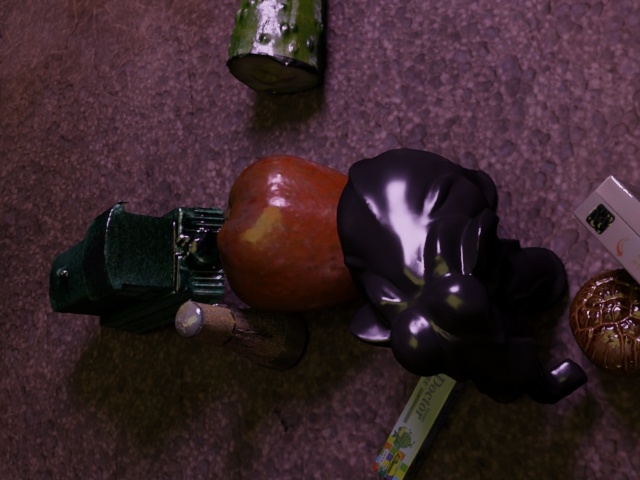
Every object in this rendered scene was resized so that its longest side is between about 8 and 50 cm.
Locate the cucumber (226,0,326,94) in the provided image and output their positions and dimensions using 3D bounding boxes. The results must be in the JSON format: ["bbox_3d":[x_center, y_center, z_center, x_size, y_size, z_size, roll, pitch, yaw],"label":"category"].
[{"bbox_3d":[-0.052,-0.329,1.435,0.134,0.134,0.245,-6,71,34],"label":"cucumber"}]

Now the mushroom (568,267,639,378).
[{"bbox_3d":[0.316,0.085,1.084,0.109,0.085,0.126,-50,41,18],"label":"mushroom"}]

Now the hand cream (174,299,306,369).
[{"bbox_3d":[-0.106,0.114,1.303,0.084,0.203,0.084,-9,75,34],"label":"hand cream"}]

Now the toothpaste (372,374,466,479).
[{"bbox_3d":[0.119,0.212,1.225,0.046,0.034,0.164,31,97,33],"label":"toothpaste"}]

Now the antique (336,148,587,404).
[{"bbox_3d":[0.135,0.034,1.116,0.185,0.255,0.322,-41,57,18],"label":"antique"}]

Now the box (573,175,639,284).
[{"bbox_3d":[0.360,0.030,1.034,0.058,0.141,0.201,-49,54,21],"label":"box"}]

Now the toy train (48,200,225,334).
[{"bbox_3d":[-0.255,0.038,1.405,0.330,0.178,0.139,-23,65,54],"label":"toy train"}]

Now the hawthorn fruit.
[{"bbox_3d":[0.000,0.000,1.287,0.251,0.199,0.199,10,83,7],"label":"hawthorn fruit"}]
